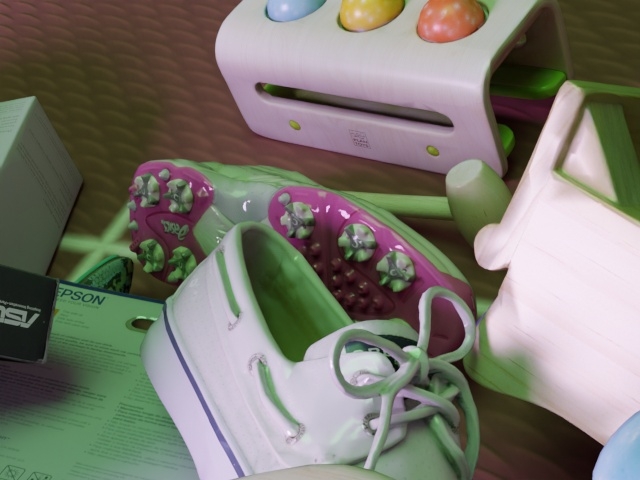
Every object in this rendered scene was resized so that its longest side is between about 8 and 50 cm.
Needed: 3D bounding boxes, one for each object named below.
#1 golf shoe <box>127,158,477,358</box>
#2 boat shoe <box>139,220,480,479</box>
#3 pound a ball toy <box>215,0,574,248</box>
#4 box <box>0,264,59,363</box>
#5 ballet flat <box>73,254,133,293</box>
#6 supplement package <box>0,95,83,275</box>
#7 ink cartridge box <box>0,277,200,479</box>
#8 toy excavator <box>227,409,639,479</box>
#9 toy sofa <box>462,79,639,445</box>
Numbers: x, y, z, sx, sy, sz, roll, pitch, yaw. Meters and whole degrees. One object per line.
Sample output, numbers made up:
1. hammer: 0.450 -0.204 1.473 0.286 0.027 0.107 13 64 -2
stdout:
1. golf shoe: 0.000 0.000 0.935 0.306 0.115 0.140 22 24 36
2. boat shoe: 0.024 0.094 0.710 0.156 0.136 0.367 -58 35 13
3. pound a ball toy: 0.051 -0.124 1.040 0.319 0.136 0.208 15 52 38
4. box: -0.339 0.024 0.824 0.216 0.270 0.060 -1 76 47
5. ballet flat: -0.201 0.089 0.989 0.188 0.070 0.070 -42 43 -19
6. supplement package: -0.293 -0.024 1.115 0.105 0.105 0.179 -8 41 17
7. ink cartridge box: -0.136 0.122 0.872 0.223 0.045 0.224 11 36 16
8. toy excavator: 0.102 0.155 0.436 0.433 0.222 0.445 -34 42 -16
9. toy sofa: 0.260 0.068 0.671 0.362 0.177 0.150 34 24 34
